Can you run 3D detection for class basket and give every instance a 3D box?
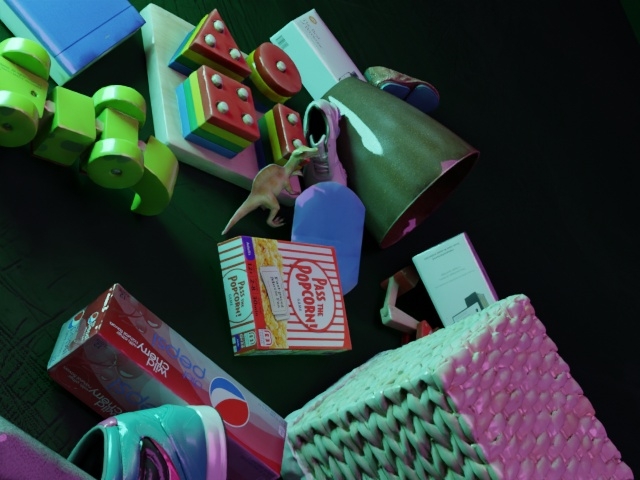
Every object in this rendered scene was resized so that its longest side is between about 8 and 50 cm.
[{"bbox_3d":[0.171,0.282,1.346,0.328,0.266,0.331,60,33,3],"label":"basket"}]

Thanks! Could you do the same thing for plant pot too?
[{"bbox_3d":[0.094,-0.142,1.709,0.230,0.215,0.215,47,29,12],"label":"plant pot"}]

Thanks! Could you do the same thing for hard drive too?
[{"bbox_3d":[-0.380,-0.363,1.379,0.318,0.040,0.210,50,32,-12],"label":"hard drive"}]

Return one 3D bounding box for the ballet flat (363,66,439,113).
[{"bbox_3d":[0.151,-0.288,2.025,0.206,0.073,0.067,11,39,-54],"label":"ballet flat"}]

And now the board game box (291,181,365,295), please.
[{"bbox_3d":[0.000,0.000,1.551,0.133,0.033,0.168,8,86,-40],"label":"board game box"}]

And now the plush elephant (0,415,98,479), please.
[{"bbox_3d":[-0.341,0.202,0.751,0.272,0.255,0.330,26,-18,23],"label":"plush elephant"}]

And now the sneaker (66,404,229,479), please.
[{"bbox_3d":[-0.177,0.292,0.992,0.178,0.124,0.295,11,66,-34],"label":"sneaker"}]

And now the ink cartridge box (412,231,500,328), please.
[{"bbox_3d":[0.233,0.104,1.692,0.219,0.092,0.160,64,8,2],"label":"ink cartridge box"}]

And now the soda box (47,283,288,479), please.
[{"bbox_3d":[-0.157,0.169,1.150,0.263,0.092,0.083,42,29,-23],"label":"soda box"}]

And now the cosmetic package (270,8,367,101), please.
[{"bbox_3d":[0.024,-0.273,1.838,0.239,0.060,0.099,53,30,-7],"label":"cosmetic package"}]

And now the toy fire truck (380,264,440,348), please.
[{"bbox_3d":[0.130,0.131,1.630,0.135,0.047,0.192,53,31,-7],"label":"toy fire truck"}]

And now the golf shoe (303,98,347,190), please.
[{"bbox_3d":[-0.003,-0.123,1.611,0.086,0.069,0.176,-1,84,-77],"label":"golf shoe"}]

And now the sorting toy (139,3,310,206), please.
[{"bbox_3d":[-0.120,-0.209,1.552,0.257,0.089,0.255,22,45,-43],"label":"sorting toy"}]

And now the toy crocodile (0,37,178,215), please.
[{"bbox_3d":[-0.302,-0.133,1.236,0.340,0.105,0.115,25,44,-35],"label":"toy crocodile"}]

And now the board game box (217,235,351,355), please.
[{"bbox_3d":[-0.044,0.076,1.416,0.193,0.045,0.146,6,70,-52],"label":"board game box"}]

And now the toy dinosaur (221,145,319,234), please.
[{"bbox_3d":[-0.076,-0.063,1.497,0.053,0.183,0.092,36,-17,31],"label":"toy dinosaur"}]
